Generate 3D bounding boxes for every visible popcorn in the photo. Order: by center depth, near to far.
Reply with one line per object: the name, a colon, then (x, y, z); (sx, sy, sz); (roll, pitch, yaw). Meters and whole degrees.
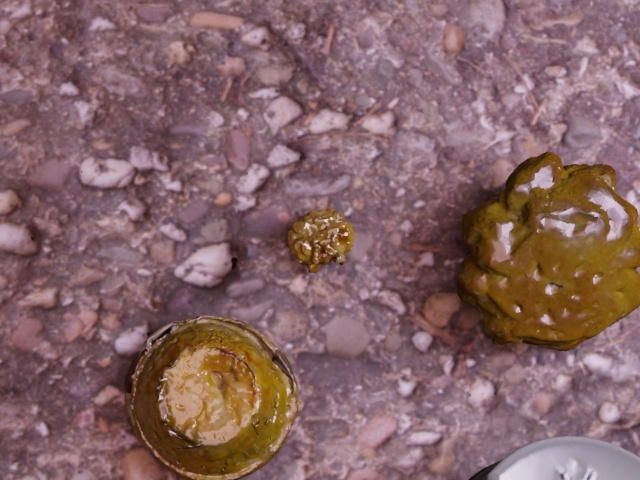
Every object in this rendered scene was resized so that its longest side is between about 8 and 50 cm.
popcorn: (0.000, 0.000, 1.957); (0.082, 0.057, 0.083); (16, 84, -2)

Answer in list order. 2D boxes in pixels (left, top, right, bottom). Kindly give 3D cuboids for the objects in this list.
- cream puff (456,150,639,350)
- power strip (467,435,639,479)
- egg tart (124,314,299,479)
cream puff: (0.272, 0.017, 1.909); (0.244, 0.196, 0.244); (0, 83, -3)
power strip: (0.288, 0.412, 1.824); (0.357, 0.161, 0.357); (9, 62, -19)
egg tart: (-0.130, 0.188, 1.908); (0.212, 0.090, 0.212); (1, 78, -4)
